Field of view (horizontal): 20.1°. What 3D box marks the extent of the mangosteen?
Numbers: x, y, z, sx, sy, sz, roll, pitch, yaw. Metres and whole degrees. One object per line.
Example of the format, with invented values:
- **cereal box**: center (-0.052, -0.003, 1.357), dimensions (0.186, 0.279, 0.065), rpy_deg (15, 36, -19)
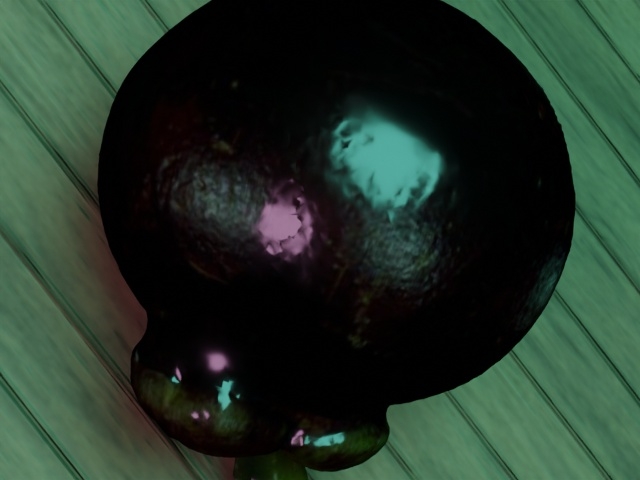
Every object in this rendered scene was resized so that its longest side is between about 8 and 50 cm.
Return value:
- **mangosteen**: center (-0.006, -0.013, 1.094), dimensions (0.297, 0.297, 0.313), rpy_deg (47, 71, -6)
